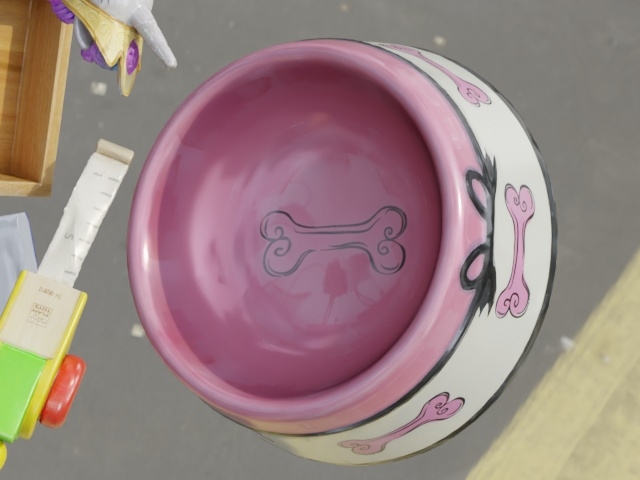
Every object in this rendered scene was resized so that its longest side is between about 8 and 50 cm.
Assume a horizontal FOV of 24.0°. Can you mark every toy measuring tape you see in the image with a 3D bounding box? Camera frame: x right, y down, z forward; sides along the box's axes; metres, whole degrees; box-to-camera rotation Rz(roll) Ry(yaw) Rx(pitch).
[{"bbox_3d":[-0.253,0.067,1.384,0.121,0.121,0.330,20,67,0],"label":"toy measuring tape"}]

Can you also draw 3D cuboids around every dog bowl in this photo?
[{"bbox_3d":[0.000,0.000,1.380,0.408,0.408,0.150,49,15,26],"label":"dog bowl"}]

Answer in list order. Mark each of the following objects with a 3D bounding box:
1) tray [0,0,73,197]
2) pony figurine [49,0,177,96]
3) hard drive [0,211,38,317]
[{"bbox_3d":[-0.412,-0.150,1.304,0.410,0.203,0.076,2,10,-43],"label":"tray"},{"bbox_3d":[-0.221,-0.336,1.246,0.351,0.364,0.303,23,12,22],"label":"pony figurine"},{"bbox_3d":[-0.458,0.097,1.665,0.318,0.210,0.040,-9,5,11],"label":"hard drive"}]
